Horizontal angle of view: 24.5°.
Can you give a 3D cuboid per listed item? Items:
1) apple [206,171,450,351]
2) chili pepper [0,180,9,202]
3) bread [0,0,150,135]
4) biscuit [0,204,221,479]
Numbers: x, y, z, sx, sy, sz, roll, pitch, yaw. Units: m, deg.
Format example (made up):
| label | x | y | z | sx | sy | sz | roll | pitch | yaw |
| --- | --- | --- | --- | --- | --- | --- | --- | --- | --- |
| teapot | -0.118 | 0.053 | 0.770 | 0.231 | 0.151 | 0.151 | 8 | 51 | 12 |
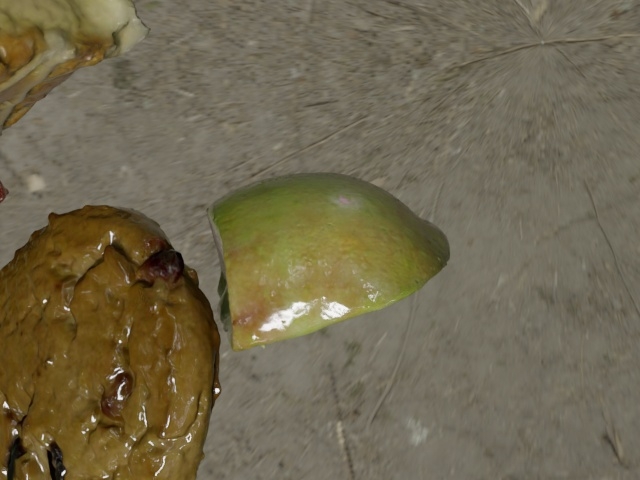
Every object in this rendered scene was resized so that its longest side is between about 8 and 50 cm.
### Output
| label | x | y | z | sx | sy | sz | roll | pitch | yaw |
| --- | --- | --- | --- | --- | --- | --- | --- | --- | --- |
| apple | 0.000 | 0.000 | 1.175 | 0.193 | 0.265 | 0.120 | -17 | 99 | -3 |
| chili pepper | -0.408 | -0.062 | 1.627 | 0.050 | 0.191 | 0.059 | -7 | 81 | 31 |
| bread | -0.421 | -0.194 | 1.315 | 0.390 | 0.371 | 0.279 | -28 | 88 | 41 |
| biscuit | -0.194 | 0.115 | 1.159 | 0.296 | 0.075 | 0.296 | -4 | 85 | 44 |
